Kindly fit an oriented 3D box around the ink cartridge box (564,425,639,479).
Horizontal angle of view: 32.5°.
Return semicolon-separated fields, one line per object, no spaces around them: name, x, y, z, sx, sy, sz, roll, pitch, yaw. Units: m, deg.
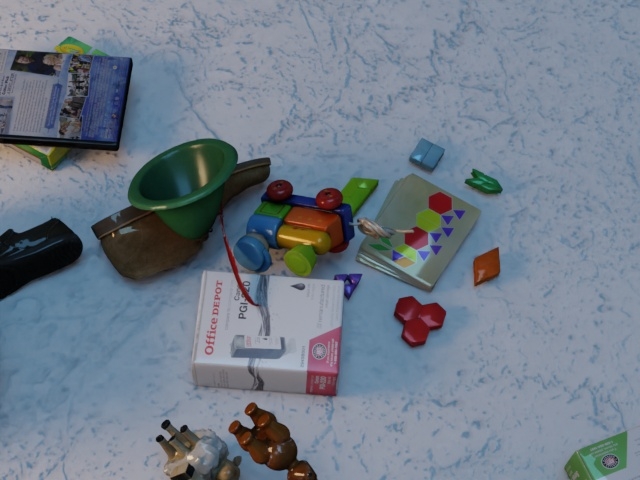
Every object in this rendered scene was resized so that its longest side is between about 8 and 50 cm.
ink cartridge box;0.465;0.376;1.530;0.160;0.092;0.219;-18;64;-11

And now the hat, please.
hat;-0.180;-0.024;1.662;0.173;0.183;0.208;-9;35;17

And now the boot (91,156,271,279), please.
boot;-0.201;-0.038;1.744;0.305;0.112;0.115;-28;91;-17

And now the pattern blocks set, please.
pattern blocks set;0.156;-0.010;1.767;0.285;0.026;0.325;38;66;17

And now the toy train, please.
toy train;0.000;0.000;1.659;0.248;0.105;0.143;11;41;25

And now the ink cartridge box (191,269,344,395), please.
ink cartridge box;-0.077;0.137;1.641;0.218;0.092;0.158;3;61;1

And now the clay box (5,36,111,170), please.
clay box;-0.438;-0.235;1.850;0.127;0.053;0.222;28;63;12

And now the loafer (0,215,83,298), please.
loafer;-0.480;0.029;1.698;0.220;0.080;0.078;-21;52;-16

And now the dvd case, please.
dvd case;-0.446;-0.233;1.805;0.253;0.022;0.180;4;62;-1

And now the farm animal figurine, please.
farm animal figurine;-0.136;0.389;1.405;0.172;0.327;0.330;48;52;-25
